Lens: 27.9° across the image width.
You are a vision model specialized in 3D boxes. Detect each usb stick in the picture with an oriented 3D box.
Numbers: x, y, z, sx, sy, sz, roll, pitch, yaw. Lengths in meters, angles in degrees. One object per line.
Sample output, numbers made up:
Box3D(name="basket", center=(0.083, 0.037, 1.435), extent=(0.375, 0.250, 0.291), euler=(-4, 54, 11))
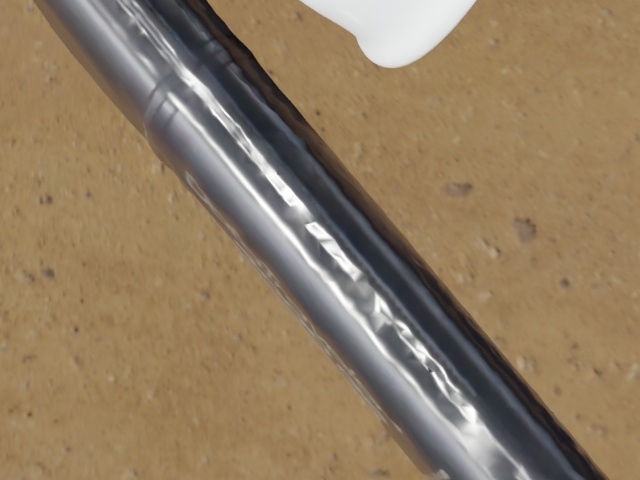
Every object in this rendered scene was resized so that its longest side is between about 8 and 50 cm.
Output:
Box3D(name="usb stick", center=(0.000, 0.000, 0.411), extent=(0.045, 0.077, 0.278), euler=(-38, 84, -10))

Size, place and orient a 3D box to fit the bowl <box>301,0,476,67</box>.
Box3D(name="bowl", center=(0.030, -0.262, 0.749), extent=(0.134, 0.298, 0.298), euler=(16, 109, -19))
